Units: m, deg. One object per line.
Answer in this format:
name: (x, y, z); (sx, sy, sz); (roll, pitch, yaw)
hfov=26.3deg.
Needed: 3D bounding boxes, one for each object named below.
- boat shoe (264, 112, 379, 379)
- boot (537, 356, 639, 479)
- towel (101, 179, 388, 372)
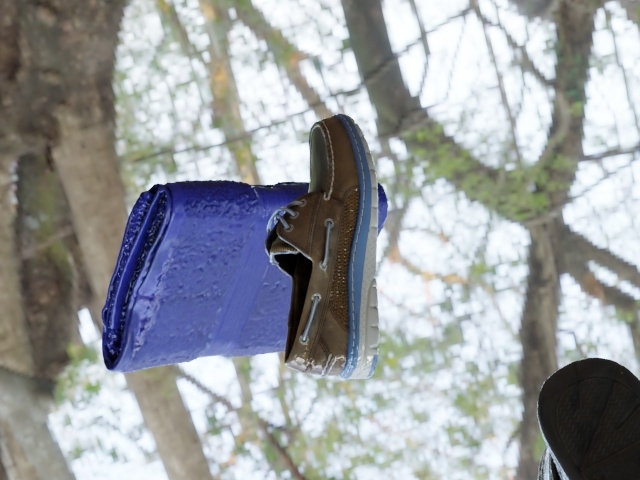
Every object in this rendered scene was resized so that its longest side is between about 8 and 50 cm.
boat shoe: (0.000, 0.000, 0.910); (0.066, 0.183, 0.066); (2, 160, -17)
boot: (0.309, 0.310, 1.288); (0.138, 0.377, 0.284); (-27, 162, -3)
towel: (-0.084, 0.027, 1.481); (0.308, 0.227, 0.076); (-2, -144, -41)
